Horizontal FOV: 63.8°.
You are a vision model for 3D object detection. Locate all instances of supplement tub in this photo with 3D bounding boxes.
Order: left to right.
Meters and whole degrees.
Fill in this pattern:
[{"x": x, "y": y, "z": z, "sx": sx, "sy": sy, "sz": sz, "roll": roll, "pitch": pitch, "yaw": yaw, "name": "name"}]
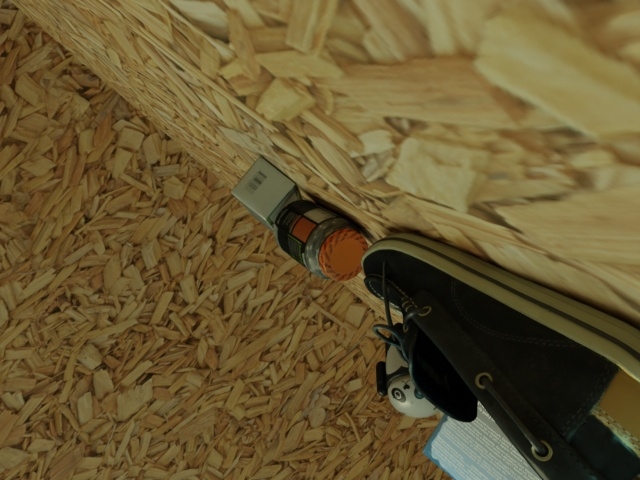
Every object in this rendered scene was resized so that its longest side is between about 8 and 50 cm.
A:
[{"x": 0.000, "y": 0.000, "z": 0.951, "sx": 0.117, "sy": 0.117, "sz": 0.190, "roll": 43, "pitch": 175, "yaw": -34, "name": "supplement tub"}]

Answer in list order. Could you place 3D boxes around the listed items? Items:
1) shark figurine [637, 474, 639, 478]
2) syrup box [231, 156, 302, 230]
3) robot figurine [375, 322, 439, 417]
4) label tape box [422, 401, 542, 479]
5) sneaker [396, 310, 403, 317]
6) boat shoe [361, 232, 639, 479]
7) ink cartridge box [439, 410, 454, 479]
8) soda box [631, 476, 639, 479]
[{"x": 0.509, "y": 0.422, "z": 1.006, "sx": 0.279, "sy": 0.166, "sz": 0.116, "roll": 6, "pitch": 131, "yaw": 30, "name": "shark figurine"}, {"x": -0.103, "y": -0.082, "z": 1.098, "sx": 0.096, "sy": 0.093, "sz": 0.237, "roll": 38, "pitch": 175, "yaw": 8, "name": "syrup box"}, {"x": 0.269, "y": 0.358, "z": 1.461, "sx": 0.174, "sy": 0.278, "sz": 0.209, "roll": 12, "pitch": 138, "yaw": -9, "name": "robot figurine"}, {"x": 0.351, "y": 0.320, "z": 0.868, "sx": 0.249, "sy": 0.115, "sz": 0.347, "roll": 36, "pitch": 129, "yaw": 26, "name": "label tape box"}, {"x": 0.178, "y": 0.117, "z": 0.868, "sx": 0.237, "sy": 0.085, "sz": 0.086, "roll": 49, "pitch": -149, "yaw": 20, "name": "sneaker"}, {"x": 0.159, "y": 0.113, "z": 0.601, "sx": 0.187, "sy": 0.156, "sz": 0.500, "roll": 40, "pitch": 177, "yaw": -24, "name": "boat shoe"}, {"x": 0.373, "y": 0.446, "z": 1.142, "sx": 0.207, "sy": 0.117, "sz": 0.282, "roll": 31, "pitch": -138, "yaw": -38, "name": "ink cartridge box"}, {"x": 0.657, "y": 0.523, "z": 1.116, "sx": 0.058, "sy": 0.061, "sz": 0.181, "roll": 40, "pitch": 175, "yaw": -1, "name": "soda box"}]
